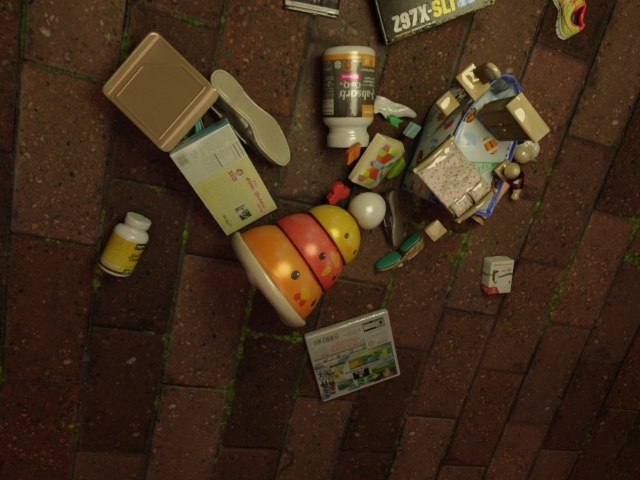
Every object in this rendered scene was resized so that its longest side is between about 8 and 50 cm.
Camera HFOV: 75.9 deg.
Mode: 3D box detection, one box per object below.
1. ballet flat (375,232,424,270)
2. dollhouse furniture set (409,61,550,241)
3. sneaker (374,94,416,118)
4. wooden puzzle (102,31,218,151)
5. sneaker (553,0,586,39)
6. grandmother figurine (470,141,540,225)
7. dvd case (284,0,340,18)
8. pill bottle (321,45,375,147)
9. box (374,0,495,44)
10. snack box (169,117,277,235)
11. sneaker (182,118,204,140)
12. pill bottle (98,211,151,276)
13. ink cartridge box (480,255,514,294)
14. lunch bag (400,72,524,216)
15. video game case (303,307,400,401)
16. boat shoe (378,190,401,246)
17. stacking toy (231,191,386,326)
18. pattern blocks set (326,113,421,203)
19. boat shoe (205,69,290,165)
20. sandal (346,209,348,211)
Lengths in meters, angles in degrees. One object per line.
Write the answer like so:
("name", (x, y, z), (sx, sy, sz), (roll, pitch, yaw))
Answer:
("ballet flat", (0.295, 0.058, 1.482), (0.206, 0.073, 0.067), (-36, 125, 4))
("dollhouse furniture set", (0.347, -0.207, 1.030), (0.355, 0.174, 0.303), (-42, 101, 7))
("sneaker", (0.239, -0.423, 1.338), (0.152, 0.054, 0.061), (16, 111, -10))
("wooden puzzle", (-0.426, -0.395, 1.101), (0.238, 0.044, 0.221), (44, 95, -3))
("sneaker", (0.820, -0.774, 1.332), (0.081, 0.094, 0.209), (-21, 108, -4))
("grandmother figurine", (0.647, -0.216, 1.461), (0.208, 0.104, 0.342), (32, 100, -28))
("dvd case", (-0.014, -0.779, 1.190), (0.164, 0.018, 0.221), (3, 105, -14))
("pill bottle", (0.084, -0.427, 1.240), (0.162, 0.162, 0.278), (-5, 107, -11))
("box", (0.308, -0.752, 1.182), (0.322, 0.079, 0.257), (-14, 112, 15))
("snack box", (-0.282, -0.181, 1.234), (0.187, 0.060, 0.322), (-29, 130, -2))
("sneaker", (-0.407, -0.401, 1.169), (0.107, 0.110, 0.275), (-25, 109, -4))
("pill bottle", (-0.593, 0.011, 1.254), (0.103, 0.103, 0.184), (27, 100, -18))
("ink cartridge box", (0.686, 0.134, 1.593), (0.099, 0.056, 0.135), (-5, 108, -10))
("lunch bag", (0.439, -0.298, 1.266), (0.238, 0.328, 0.386), (13, 101, -11))
("video game case", (0.127, 0.441, 1.576), (0.329, 0.036, 0.300), (-17, 109, -8))
("boat shoe", (0.241, -0.077, 1.444), (0.065, 0.075, 0.206), (5, 118, 31))
("stacking toy", (0.000, 0.000, 1.268), (0.480, 0.350, 0.351), (-37, 110, -6))
("pattern blocks set", (0.178, -0.244, 1.304), (0.285, 0.026, 0.325), (-6, 136, -41))
("boat shoe", (-0.223, -0.358, 1.243), (0.335, 0.095, 0.112), (49, 56, -24))
("sandal", (0.088, -0.063, 1.395), (0.219, 0.060, 0.090), (-12, 121, -9))
